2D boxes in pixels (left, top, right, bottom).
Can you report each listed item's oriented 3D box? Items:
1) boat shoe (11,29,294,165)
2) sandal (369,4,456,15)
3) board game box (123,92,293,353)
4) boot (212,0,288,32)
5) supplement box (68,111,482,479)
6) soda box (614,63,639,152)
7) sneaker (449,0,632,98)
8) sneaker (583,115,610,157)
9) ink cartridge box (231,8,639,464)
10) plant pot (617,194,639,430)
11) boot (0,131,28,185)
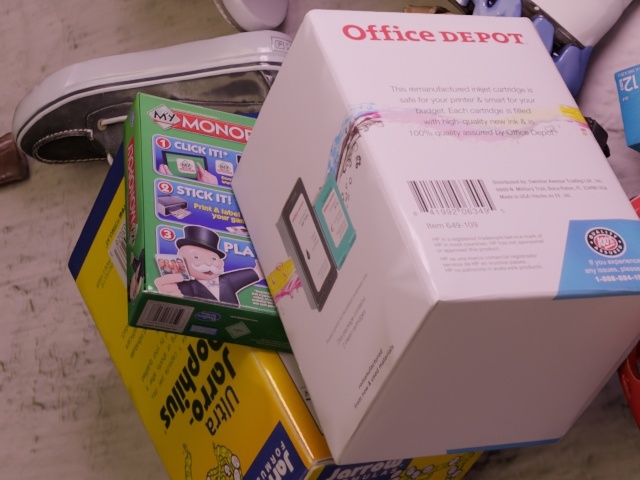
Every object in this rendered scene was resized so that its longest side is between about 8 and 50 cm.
[{"bbox_3d":[-0.168,-0.112,1.692,0.335,0.121,0.119,-13,68,31],"label":"boat shoe"},{"bbox_3d":[0.102,-0.166,1.525,0.240,0.079,0.088,-167,65,-73],"label":"sandal"},{"bbox_3d":[0.000,0.000,1.403,0.213,0.317,0.046,-97,26,-42],"label":"board game box"},{"bbox_3d":[-0.119,-0.279,1.724,0.123,0.095,0.258,-39,52,30],"label":"boot"},{"bbox_3d":[-0.042,0.084,1.481,0.356,0.194,0.195,60,140,29],"label":"supplement box"},{"bbox_3d":[0.341,-0.125,1.358,0.210,0.071,0.067,-18,70,32],"label":"soda box"},{"bbox_3d":[0.155,-0.283,1.469,0.315,0.127,0.182,45,95,1],"label":"sneaker"},{"bbox_3d":[0.164,-0.079,1.476,0.079,0.121,0.217,-54,19,-10],"label":"sneaker"},{"bbox_3d":[0.085,-0.007,1.274,0.197,0.198,0.270,-63,39,44],"label":"ink cartridge box"},{"bbox_3d":[0.301,0.048,1.279,0.191,0.191,0.174,-33,58,26],"label":"plant pot"},{"bbox_3d":[-0.368,-0.100,1.888,0.114,0.037,0.106,-24,80,33],"label":"boot"}]
